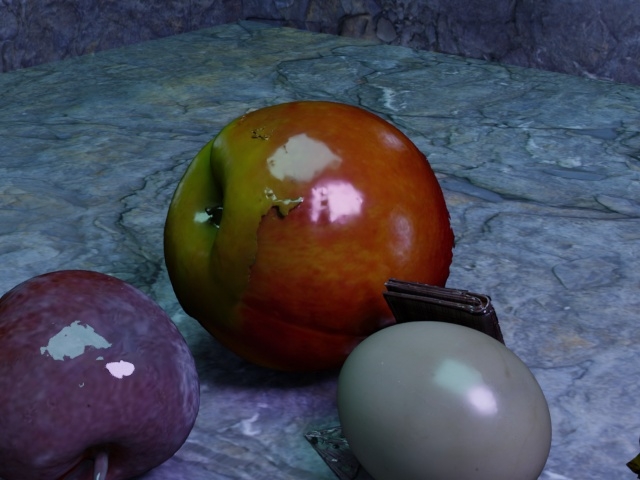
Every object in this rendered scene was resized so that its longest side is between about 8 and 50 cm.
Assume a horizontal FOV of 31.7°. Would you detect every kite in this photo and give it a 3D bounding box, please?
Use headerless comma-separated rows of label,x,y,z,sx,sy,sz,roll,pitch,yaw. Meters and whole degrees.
kite,0.052,0.229,1.240,0.157,0.011,0.139,7,26,19

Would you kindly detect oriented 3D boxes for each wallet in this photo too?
wallet,0.152,0.119,1.260,0.124,0.230,0.042,9,62,25

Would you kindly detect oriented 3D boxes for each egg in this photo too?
egg,0.120,0.174,1.137,0.186,0.186,0.242,-16,29,-34

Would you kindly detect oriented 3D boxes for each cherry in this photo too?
cherry,-0.243,0.149,1.150,0.236,0.213,0.285,16,40,-32

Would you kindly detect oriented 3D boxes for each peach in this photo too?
peach,0.000,0.000,1.391,0.370,0.370,0.370,0,22,0

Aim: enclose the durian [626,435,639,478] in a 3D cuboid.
durian,0.437,0.213,0.991,0.293,0.258,0.258,-19,23,0
